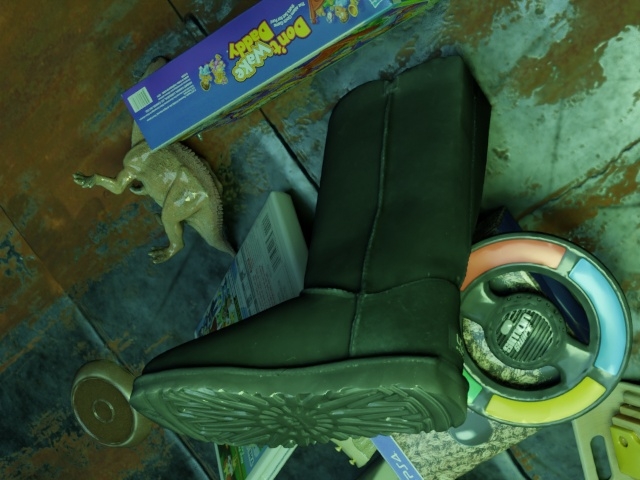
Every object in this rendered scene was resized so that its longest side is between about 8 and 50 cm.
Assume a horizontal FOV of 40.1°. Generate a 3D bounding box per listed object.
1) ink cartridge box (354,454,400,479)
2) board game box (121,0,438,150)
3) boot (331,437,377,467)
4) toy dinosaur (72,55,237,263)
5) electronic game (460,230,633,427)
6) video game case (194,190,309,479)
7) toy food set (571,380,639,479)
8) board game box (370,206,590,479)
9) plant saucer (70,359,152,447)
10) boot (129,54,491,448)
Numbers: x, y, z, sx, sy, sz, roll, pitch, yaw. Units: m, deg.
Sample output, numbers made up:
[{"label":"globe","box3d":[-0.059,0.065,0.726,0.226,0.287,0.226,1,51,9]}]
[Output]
[{"label":"ink cartridge box","box3d":[0.166,0.501,1.184,0.384,0.279,0.160,42,121,6]},{"label":"board game box","box3d":[-0.035,-0.236,1.044,0.347,0.233,0.078,-25,96,30]},{"label":"boot","box3d":[-0.013,0.263,1.290,0.203,0.095,0.262,46,111,3]},{"label":"toy dinosaur","box3d":[-0.202,-0.098,1.241,0.200,0.127,0.296,-40,94,24]},{"label":"electronic game","box3d":[0.229,0.102,0.981,0.229,0.048,0.229,4,104,16]},{"label":"video game case","box3d":[-0.081,0.147,1.180,0.036,0.329,0.300,12,127,-28]},{"label":"toy food set","box3d":[0.424,0.301,1.031,0.306,0.092,0.220,7,116,63]},{"label":"board game box","box3d":[0.178,0.141,1.108,0.291,0.141,0.232,-37,90,21]},{"label":"plant saucer","box3d":[-0.366,0.287,1.504,0.168,0.029,0.168,9,112,23]},{"label":"boot","box3d":[0.002,0.000,0.999,0.367,0.445,0.146,-5,144,20]}]
